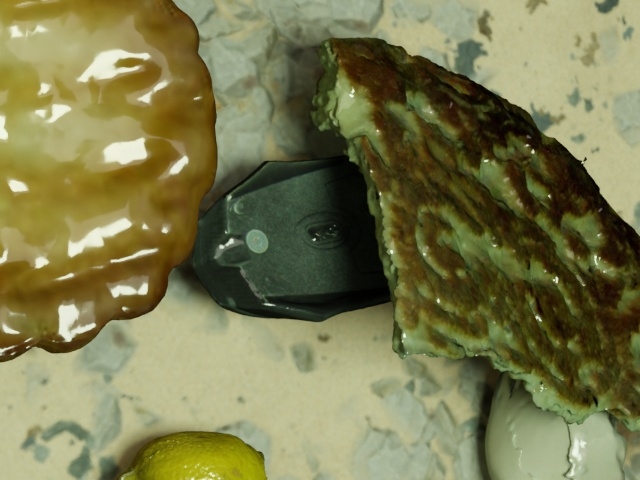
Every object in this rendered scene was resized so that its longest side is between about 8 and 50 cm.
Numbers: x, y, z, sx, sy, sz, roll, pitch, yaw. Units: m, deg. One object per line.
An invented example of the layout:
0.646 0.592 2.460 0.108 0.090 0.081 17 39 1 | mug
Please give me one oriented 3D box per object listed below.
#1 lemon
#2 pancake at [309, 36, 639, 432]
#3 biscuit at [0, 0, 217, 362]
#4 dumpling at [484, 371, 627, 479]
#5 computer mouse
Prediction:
-0.091 0.174 1.148 0.110 0.082 0.082 -1 84 -22 | lemon
0.155 0.020 1.237 0.427 0.067 0.305 28 44 -33 | pancake
-0.226 -0.077 1.103 0.326 0.107 0.326 4 82 -28 | biscuit
0.196 0.168 1.280 0.127 0.108 0.188 17 58 -46 | dumpling
0.000 0.003 1.221 0.231 0.071 0.126 -13 75 -36 | computer mouse
